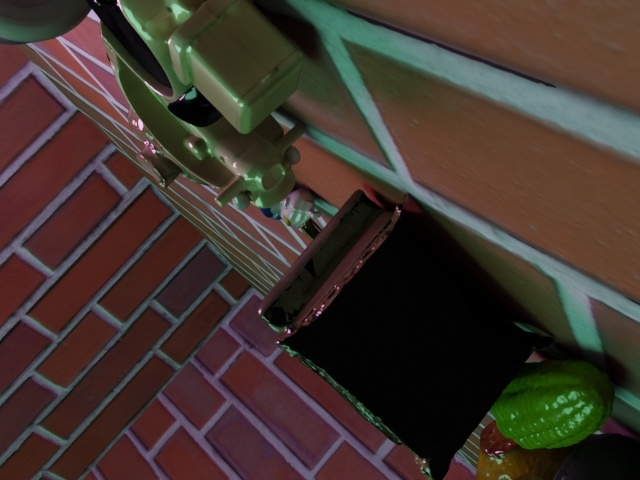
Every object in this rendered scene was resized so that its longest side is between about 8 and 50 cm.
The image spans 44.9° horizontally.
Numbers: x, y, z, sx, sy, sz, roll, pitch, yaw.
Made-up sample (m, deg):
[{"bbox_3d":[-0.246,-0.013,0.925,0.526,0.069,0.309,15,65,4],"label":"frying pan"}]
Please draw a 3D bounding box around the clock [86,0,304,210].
[{"bbox_3d":[-0.128,-0.161,0.756,0.276,0.120,0.379,46,171,6],"label":"clock"}]

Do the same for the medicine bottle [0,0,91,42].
[{"bbox_3d":[-0.350,-0.302,0.877,0.157,0.157,0.288,47,169,-27],"label":"medicine bottle"}]

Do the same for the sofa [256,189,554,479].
[{"bbox_3d":[0.079,0.098,0.828,0.258,0.200,0.182,42,169,-11],"label":"sofa"}]

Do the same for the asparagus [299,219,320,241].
[{"bbox_3d":[0.000,0.000,1.243,0.108,0.021,0.025,46,169,-24],"label":"asparagus"}]

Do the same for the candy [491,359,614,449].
[{"bbox_3d":[0.242,0.164,0.792,0.096,0.097,0.209,41,164,8],"label":"candy"}]

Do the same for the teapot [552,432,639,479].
[{"bbox_3d":[0.365,0.319,0.842,0.225,0.171,0.203,29,135,29],"label":"teapot"}]

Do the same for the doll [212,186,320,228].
[{"bbox_3d":[-0.074,-0.061,1.116,0.114,0.057,0.227,13,-176,-36],"label":"doll"}]

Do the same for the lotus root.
[{"bbox_3d":[0.330,0.354,1.107,0.291,0.193,0.193,43,171,-23],"label":"lotus root"}]

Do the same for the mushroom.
[{"bbox_3d":[-0.202,-0.144,1.096,0.166,0.127,0.166,36,166,10],"label":"mushroom"}]
